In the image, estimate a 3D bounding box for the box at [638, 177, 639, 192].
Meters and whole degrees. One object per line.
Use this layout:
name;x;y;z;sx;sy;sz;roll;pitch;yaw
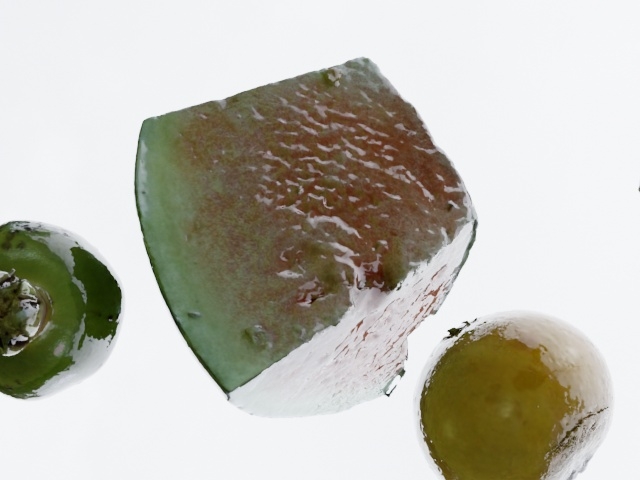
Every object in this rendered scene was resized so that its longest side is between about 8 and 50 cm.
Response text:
box;0.351;-0.031;0.784;0.051;0.130;0.129;-31;-80;33

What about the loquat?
loquat;0.245;0.215;1.083;0.263;0.263;0.263;-6;-99;46

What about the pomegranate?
pomegranate;-0.177;0.044;0.517;0.142;0.114;0.115;173;-79;-82

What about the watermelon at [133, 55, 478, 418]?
watermelon;0.000;0.000;0.586;0.201;0.261;0.213;-35;-106;17
